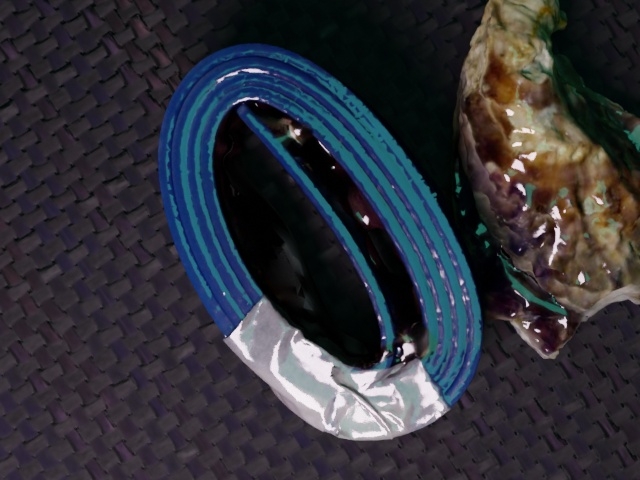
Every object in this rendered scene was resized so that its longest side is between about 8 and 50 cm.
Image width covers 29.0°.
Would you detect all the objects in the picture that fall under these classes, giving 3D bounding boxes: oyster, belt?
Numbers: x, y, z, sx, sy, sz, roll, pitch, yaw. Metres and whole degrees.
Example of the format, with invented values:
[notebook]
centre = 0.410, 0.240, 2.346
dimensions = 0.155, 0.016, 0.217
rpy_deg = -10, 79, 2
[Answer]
[oyster]
centre = 0.206, -0.056, 1.067
dimensions = 0.271, 0.100, 0.275
rpy_deg = 33, 86, -11
[belt]
centre = 0.000, 0.000, 1.043
dimensions = 0.212, 0.117, 0.347
rpy_deg = -33, 88, 7
